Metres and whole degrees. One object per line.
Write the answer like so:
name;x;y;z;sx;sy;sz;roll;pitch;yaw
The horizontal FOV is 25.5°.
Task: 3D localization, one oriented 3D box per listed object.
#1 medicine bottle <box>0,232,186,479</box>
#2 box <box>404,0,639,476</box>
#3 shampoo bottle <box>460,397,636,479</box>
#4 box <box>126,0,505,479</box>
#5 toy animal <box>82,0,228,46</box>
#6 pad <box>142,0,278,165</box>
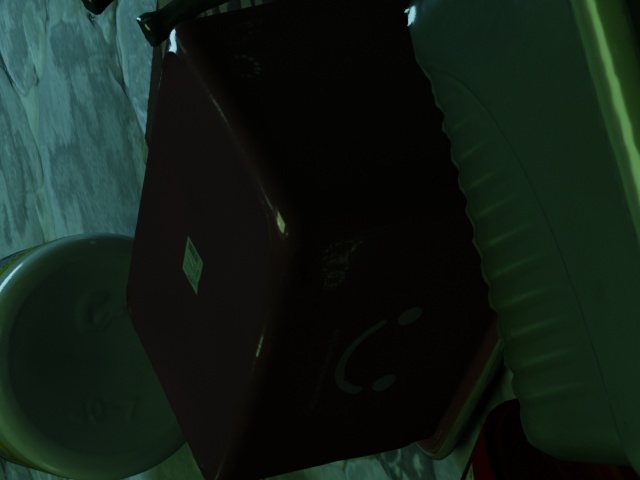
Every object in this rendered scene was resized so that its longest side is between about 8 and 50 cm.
medicine bottle;-0.245;0.108;1.309;0.340;0.208;0.208;-11;92;65
box;0.138;-0.024;0.551;0.178;0.138;0.274;149;109;-70
shampoo bottle;0.098;0.226;0.803;0.118;0.076;0.314;55;148;35
box;0.000;0.000;0.796;0.193;0.168;0.294;62;151;33
toy animal;-0.119;-0.222;0.977;0.269;0.137;0.082;46;169;48
pad;-0.089;-0.119;1.112;0.220;0.004;0.330;56;148;38
